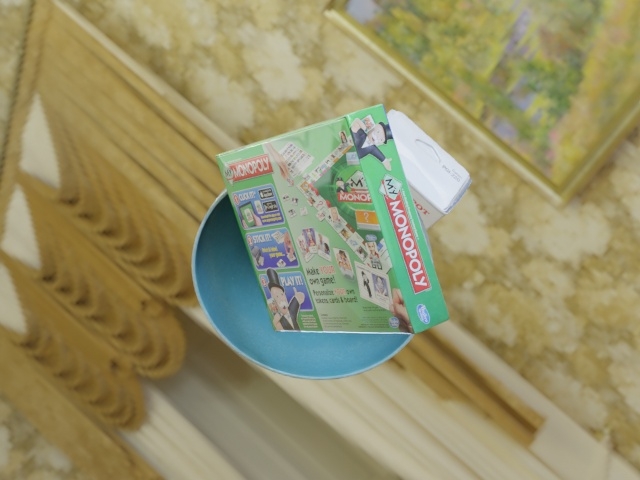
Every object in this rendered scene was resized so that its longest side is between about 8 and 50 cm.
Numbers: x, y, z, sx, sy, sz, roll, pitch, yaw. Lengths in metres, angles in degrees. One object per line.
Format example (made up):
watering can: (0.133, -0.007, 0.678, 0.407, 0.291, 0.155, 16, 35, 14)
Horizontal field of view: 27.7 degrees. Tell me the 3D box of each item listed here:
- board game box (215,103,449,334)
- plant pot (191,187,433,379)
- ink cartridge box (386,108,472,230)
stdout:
board game box: (0.002, -0.011, 1.327, 0.046, 0.214, 0.317, -20, 6, -26)
plant pot: (0.000, 0.000, 1.626, 0.290, 0.290, 0.195, -53, 10, 25)
ink cartridge box: (0.097, -0.071, 1.913, 0.092, 0.158, 0.218, -52, 5, -37)
